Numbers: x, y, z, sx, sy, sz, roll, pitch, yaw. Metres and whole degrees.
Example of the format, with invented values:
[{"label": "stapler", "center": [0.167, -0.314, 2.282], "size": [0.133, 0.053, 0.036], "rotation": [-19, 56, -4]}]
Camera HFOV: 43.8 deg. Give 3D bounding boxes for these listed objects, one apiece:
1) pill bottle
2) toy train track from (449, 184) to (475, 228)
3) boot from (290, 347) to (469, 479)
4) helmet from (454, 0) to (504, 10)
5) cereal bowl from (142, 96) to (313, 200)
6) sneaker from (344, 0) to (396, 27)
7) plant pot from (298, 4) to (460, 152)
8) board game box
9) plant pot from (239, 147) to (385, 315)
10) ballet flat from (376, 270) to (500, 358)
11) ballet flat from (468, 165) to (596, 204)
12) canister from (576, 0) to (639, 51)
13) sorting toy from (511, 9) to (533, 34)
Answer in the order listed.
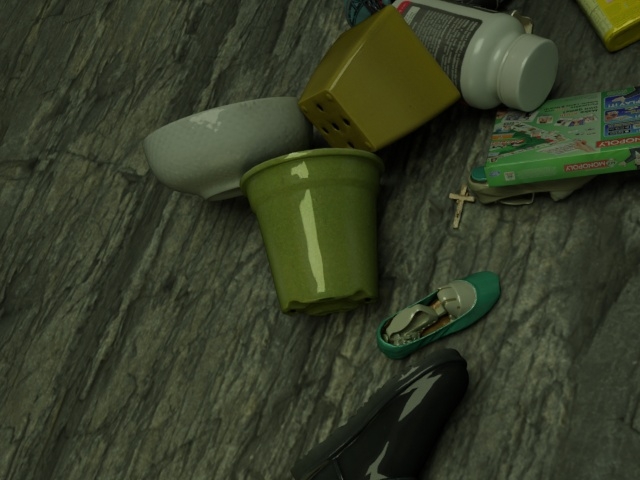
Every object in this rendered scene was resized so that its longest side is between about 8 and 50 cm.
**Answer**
[{"label": "pill bottle", "center": [0.274, -0.349, 1.495], "size": [0.318, 0.176, 0.176], "rotation": [29, 83, 38]}, {"label": "toy train track", "center": [0.261, -0.062, 1.489], "size": [0.048, 0.014, 0.083], "rotation": [11, 79, 22]}, {"label": "boot", "center": [0.196, 0.444, 1.221], "size": [0.367, 0.146, 0.445], "rotation": [-44, 54, 12]}, {"label": "helmet", "center": [0.301, -0.527, 1.581], "size": [0.169, 0.169, 0.161], "rotation": [32, 68, 32]}, {"label": "cereal bowl", "center": [-0.169, -0.166, 1.576], "size": [0.338, 0.339, 0.141], "rotation": [-16, 88, 19]}, {"label": "sneaker", "center": [0.129, -0.506, 1.631], "size": [0.262, 0.104, 0.125], "rotation": [-41, 39, 49]}, {"label": "plant pot", "center": [0.086, -0.269, 1.473], "size": [0.187, 0.212, 0.212], "rotation": [-46, 16, -19]}, {"label": "board game box", "center": [0.453, -0.184, 1.369], "size": [0.317, 0.046, 0.214], "rotation": [-5, 36, 24]}, {"label": "plant pot", "center": [0.000, 0.000, 1.462], "size": [0.275, 0.276, 0.254], "rotation": [-13, 75, 20]}, {"label": "ballet flat", "center": [0.203, 0.127, 1.391], "size": [0.247, 0.087, 0.083], "rotation": [-33, 58, 9]}, {"label": "ballet flat", "center": [0.388, -0.105, 1.411], "size": [0.248, 0.086, 0.086], "rotation": [-5, 67, 24]}, {"label": "canister", "center": [0.549, -0.448, 1.481], "size": [0.126, 0.073, 0.170], "rotation": [-27, 61, 14]}, {"label": "sorting toy", "center": [0.380, -0.403, 1.541], "size": [0.044, 0.075, 0.083], "rotation": [3, 70, 26]}]
